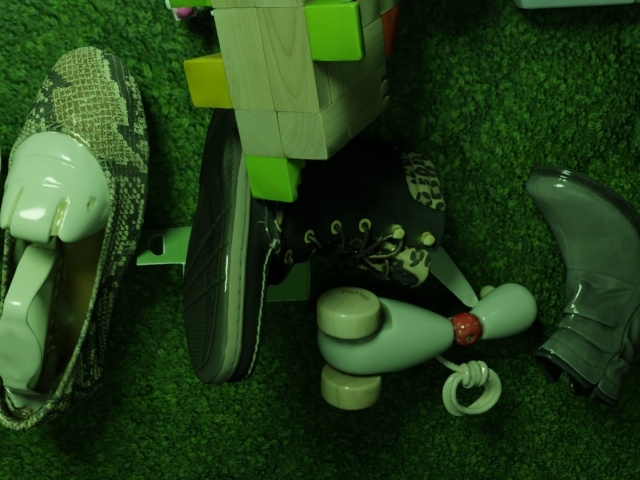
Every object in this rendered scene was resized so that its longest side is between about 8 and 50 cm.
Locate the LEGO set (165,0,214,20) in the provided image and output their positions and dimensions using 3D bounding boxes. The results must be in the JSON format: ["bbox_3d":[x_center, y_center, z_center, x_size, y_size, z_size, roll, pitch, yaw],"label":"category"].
[{"bbox_3d":[-0.137,-0.368,0.816,0.132,0.107,0.287,-31,126,-13],"label":"LEGO set"}]

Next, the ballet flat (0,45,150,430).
[{"bbox_3d":[-0.308,0.024,0.950,0.164,0.182,0.482,19,114,6],"label":"ballet flat"}]

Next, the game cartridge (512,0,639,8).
[{"bbox_3d":[0.302,-0.418,0.926,0.196,0.060,0.294,-6,117,-11],"label":"game cartridge"}]

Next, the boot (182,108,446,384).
[{"bbox_3d":[0.000,0.000,0.932,0.284,0.377,0.138,16,144,-24],"label":"boot"}]

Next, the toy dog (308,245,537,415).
[{"bbox_3d":[0.117,0.111,1.125,0.334,0.161,0.220,10,112,-31],"label":"toy dog"}]

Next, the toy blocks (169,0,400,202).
[{"bbox_3d":[0.004,-0.265,0.805,0.191,0.261,0.381,7,123,28],"label":"toy blocks"}]

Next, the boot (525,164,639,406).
[{"bbox_3d":[0.355,0.073,1.098,0.338,0.118,0.222,41,78,-23],"label":"boot"}]

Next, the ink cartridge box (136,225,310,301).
[{"bbox_3d":[-0.125,0.029,1.036,0.209,0.109,0.062,-2,116,-10],"label":"ink cartridge box"}]
